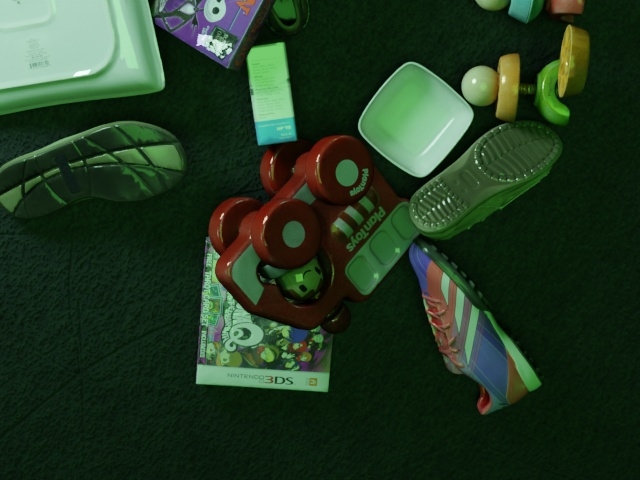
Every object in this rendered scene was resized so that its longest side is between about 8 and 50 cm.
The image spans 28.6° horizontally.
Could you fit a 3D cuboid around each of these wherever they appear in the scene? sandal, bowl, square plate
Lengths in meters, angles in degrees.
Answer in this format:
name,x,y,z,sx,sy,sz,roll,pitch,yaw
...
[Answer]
name,x,y,z,sx,sy,sz,roll,pitch,yaw
sandal,-0.342,-0.113,1.863,0.302,0.086,0.120,-9,109,14
bowl,0.139,-0.183,1.882,0.142,0.053,0.142,38,98,-11
square plate,-0.417,-0.354,1.775,0.347,0.049,0.344,-7,104,15

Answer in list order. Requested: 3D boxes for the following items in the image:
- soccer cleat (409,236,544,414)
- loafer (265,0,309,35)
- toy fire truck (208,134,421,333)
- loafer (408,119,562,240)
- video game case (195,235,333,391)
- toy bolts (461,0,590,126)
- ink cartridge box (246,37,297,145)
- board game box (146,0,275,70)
name,x,y,z,sx,sy,sz,roll,pitch,yaw
soccer cleat,0.215,0.134,1.918,0.116,0.108,0.318,-37,111,4
loafer,-0.084,-0.421,1.802,0.096,0.084,0.268,-25,102,3
toy fire truck,0.000,0.000,1.831,0.254,0.169,0.302,49,67,-24
loafer,0.243,-0.089,1.889,0.268,0.092,0.102,-30,72,-12
video game case,-0.082,0.115,1.942,0.210,0.042,0.232,5,102,-6
toy bolts,0.293,-0.294,1.804,0.158,0.218,0.229,5,84,2
ink cartridge box,-0.075,-0.236,1.833,0.060,0.104,0.180,-8,103,-2
board game box,-0.121,-0.437,1.743,0.208,0.056,0.347,32,103,14
